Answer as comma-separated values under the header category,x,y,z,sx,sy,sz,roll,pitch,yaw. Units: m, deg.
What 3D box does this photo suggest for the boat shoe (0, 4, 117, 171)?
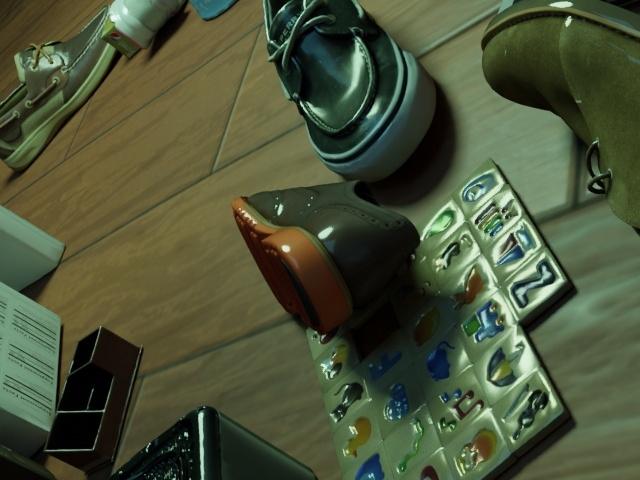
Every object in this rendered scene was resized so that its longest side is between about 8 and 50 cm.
category,x,y,z,sx,sy,sz,roll,pitch,yaw
boat shoe,-0.460,-0.275,1.725,0.342,0.123,0.123,-46,30,16

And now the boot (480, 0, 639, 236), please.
category,x,y,z,sx,sy,sz,roll,pitch,yaw
boot,0.175,-0.064,0.583,0.115,0.112,0.305,-64,30,4

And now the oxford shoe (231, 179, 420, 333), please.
category,x,y,z,sx,sy,sz,roll,pitch,yaw
oxford shoe,0.000,0.000,0.800,0.098,0.097,0.271,-30,19,-9

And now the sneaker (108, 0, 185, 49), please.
category,x,y,z,sx,sy,sz,roll,pitch,yaw
sneaker,-0.247,-0.411,1.592,0.111,0.103,0.252,-30,43,30

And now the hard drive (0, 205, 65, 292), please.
category,x,y,z,sx,sy,sz,roll,pitch,yaw
hard drive,-0.548,-0.032,1.356,0.233,0.353,0.047,-27,38,40

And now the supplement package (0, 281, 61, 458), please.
category,x,y,z,sx,sy,sz,roll,pitch,yaw
supplement package,-0.407,0.174,1.138,0.194,0.149,0.203,-44,30,18

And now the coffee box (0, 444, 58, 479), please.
category,x,y,z,sx,sy,sz,roll,pitch,yaw
coffee box,-0.392,0.316,0.947,0.119,0.168,0.297,3,61,57

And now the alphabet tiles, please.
category,x,y,z,sx,sy,sz,roll,pitch,yaw
alphabet tiles,0.077,0.070,0.676,0.198,0.009,0.237,-44,31,18

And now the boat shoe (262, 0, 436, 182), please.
category,x,y,z,sx,sy,sz,roll,pitch,yaw
boat shoe,0.001,-0.163,0.921,0.121,0.119,0.335,-47,29,14

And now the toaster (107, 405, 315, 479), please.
category,x,y,z,sx,sy,sz,roll,pitch,yaw
toaster,-0.092,0.216,0.664,0.168,0.110,0.185,-42,31,21

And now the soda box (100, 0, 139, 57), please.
category,x,y,z,sx,sy,sz,roll,pitch,yaw
soda box,-0.299,-0.383,1.669,0.061,0.058,0.181,-32,36,34

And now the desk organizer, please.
category,x,y,z,sx,sy,sz,roll,pitch,yaw
desk organizer,-0.217,0.151,0.982,0.047,0.050,0.130,-32,36,36

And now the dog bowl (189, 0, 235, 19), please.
category,x,y,z,sx,sy,sz,roll,pitch,yaw
dog bowl,-0.125,-0.451,1.467,0.166,0.074,0.297,-22,43,44

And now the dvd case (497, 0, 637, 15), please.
category,x,y,z,sx,sy,sz,roll,pitch,yaw
dvd case,0.244,-0.247,0.743,0.239,0.029,0.179,-9,51,52
